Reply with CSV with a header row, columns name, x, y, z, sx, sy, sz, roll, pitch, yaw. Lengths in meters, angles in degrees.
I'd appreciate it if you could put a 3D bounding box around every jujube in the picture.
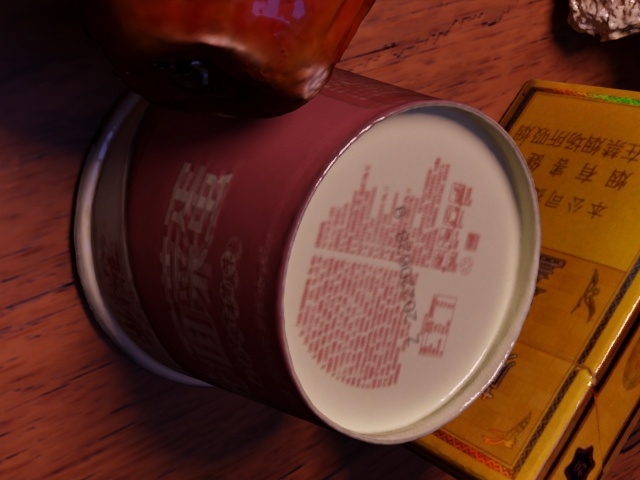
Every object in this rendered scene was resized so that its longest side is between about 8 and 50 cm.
name,x,y,z,sx,sy,sz,roll,pitch,yaw
jujube,-0.031,-0.204,0.422,0.197,0.197,0.290,19,74,-40

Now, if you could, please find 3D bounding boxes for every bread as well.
name,x,y,z,sx,sy,sz,roll,pitch,yaw
bread,0.240,-0.222,0.705,0.106,0.082,0.125,-17,102,-48

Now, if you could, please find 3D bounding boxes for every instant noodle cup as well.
name,x,y,z,sx,sy,sz,roll,pitch,yaw
instant noodle cup,0.000,0.000,0.518,0.235,0.178,0.235,-10,107,-35

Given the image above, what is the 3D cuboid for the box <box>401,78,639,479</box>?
name,x,y,z,sx,sy,sz,roll,pitch,yaw
box,0.162,0.032,0.642,0.084,0.193,0.301,43,76,-37
